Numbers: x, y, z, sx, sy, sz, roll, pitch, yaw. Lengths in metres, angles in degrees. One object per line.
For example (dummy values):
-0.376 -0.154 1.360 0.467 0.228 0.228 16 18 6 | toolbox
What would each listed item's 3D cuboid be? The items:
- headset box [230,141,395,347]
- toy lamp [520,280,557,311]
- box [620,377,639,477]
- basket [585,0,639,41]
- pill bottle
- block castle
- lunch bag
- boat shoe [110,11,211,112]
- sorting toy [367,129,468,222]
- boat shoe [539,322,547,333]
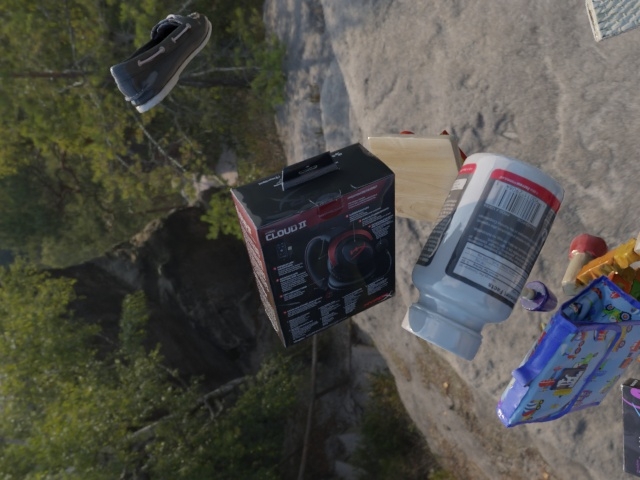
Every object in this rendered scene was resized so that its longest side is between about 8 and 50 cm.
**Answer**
0.000 0.000 0.797 0.110 0.218 0.293 51 158 43 | headset box
0.456 0.109 1.218 0.080 0.274 0.080 -43 36 42 | toy lamp
0.416 0.225 0.552 0.162 0.029 0.116 6 108 49 | box
0.731 -0.554 1.213 0.167 0.103 0.113 -15 104 31 | basket
0.262 0.030 0.863 0.176 0.176 0.319 25 87 37 | pill bottle
0.811 0.119 1.145 0.453 0.213 0.303 39 148 2 | block castle
0.422 0.199 0.892 0.138 0.293 0.221 46 128 39 | lunch bag
-0.309 -0.391 1.023 0.112 0.335 0.095 -14 133 28 | boat shoe
0.280 -0.175 1.333 0.257 0.089 0.255 14 138 46 | sorting toy
0.619 0.280 1.324 0.048 0.056 0.153 -23 62 5 | boat shoe
